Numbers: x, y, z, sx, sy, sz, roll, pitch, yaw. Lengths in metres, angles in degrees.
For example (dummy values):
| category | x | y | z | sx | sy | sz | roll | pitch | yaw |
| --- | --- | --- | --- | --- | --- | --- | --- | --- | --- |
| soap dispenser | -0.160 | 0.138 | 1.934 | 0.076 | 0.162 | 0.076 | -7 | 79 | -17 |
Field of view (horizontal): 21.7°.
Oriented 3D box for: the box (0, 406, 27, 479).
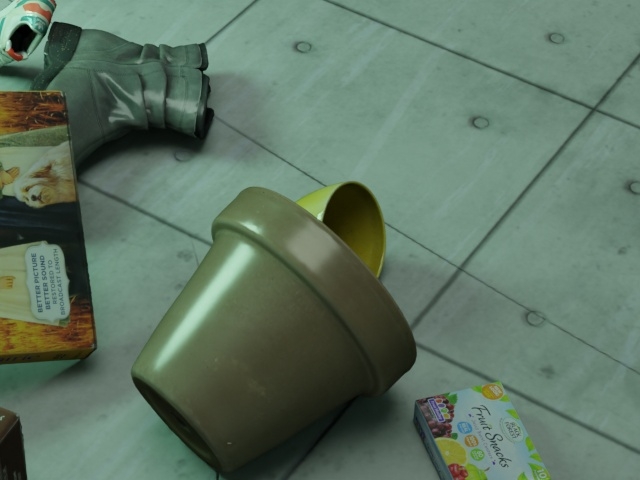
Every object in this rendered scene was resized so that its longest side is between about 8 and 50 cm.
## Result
| category | x | y | z | sx | sy | sz | roll | pitch | yaw |
| --- | --- | --- | --- | --- | --- | --- | --- | --- | --- |
| box | -0.456 | 0.299 | 1.572 | 0.191 | 0.143 | 0.381 | 20 | 45 | 17 |

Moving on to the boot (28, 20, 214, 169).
| category | x | y | z | sx | sy | sz | roll | pitch | yaw |
| --- | --- | --- | --- | --- | --- | --- | --- | --- | --- |
| boot | -0.247 | -0.153 | 2.078 | 0.223 | 0.118 | 0.338 | 8 | 48 | -2 |

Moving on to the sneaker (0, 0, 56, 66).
| category | x | y | z | sx | sy | sz | roll | pitch | yaw |
| --- | --- | --- | --- | --- | --- | --- | --- | --- | --- |
| sneaker | -0.404 | -0.255 | 2.154 | 0.057 | 0.161 | 0.075 | 35 | 40 | -30 |

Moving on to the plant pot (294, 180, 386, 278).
| category | x | y | z | sx | sy | sz | roll | pitch | yaw |
| --- | --- | --- | --- | --- | --- | --- | --- | --- | --- |
| plant pot | 0.000 | 0.000 | 1.931 | 0.095 | 0.134 | 0.134 | -2 | 36 | 35 |

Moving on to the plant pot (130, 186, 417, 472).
| category | x | y | z | sx | sy | sz | roll | pitch | yaw |
| --- | --- | --- | --- | --- | --- | --- | --- | --- | --- |
| plant pot | -0.069 | 0.111 | 1.739 | 0.229 | 0.263 | 0.263 | -43 | 58 | -15 |

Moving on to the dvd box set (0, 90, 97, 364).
| category | x | y | z | sx | sy | sz | roll | pitch | yaw |
| --- | --- | --- | --- | --- | --- | --- | --- | --- | --- |
| dvd box set | -0.462 | -0.012 | 1.778 | 0.420 | 0.062 | 0.307 | -2 | 74 | -25 |

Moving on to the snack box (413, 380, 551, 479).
| category | x | y | z | sx | sy | sz | roll | pitch | yaw |
| --- | --- | --- | --- | --- | --- | --- | --- | --- | --- |
| snack box | 0.169 | 0.219 | 1.761 | 0.100 | 0.037 | 0.141 | -10 | 45 | -16 |
